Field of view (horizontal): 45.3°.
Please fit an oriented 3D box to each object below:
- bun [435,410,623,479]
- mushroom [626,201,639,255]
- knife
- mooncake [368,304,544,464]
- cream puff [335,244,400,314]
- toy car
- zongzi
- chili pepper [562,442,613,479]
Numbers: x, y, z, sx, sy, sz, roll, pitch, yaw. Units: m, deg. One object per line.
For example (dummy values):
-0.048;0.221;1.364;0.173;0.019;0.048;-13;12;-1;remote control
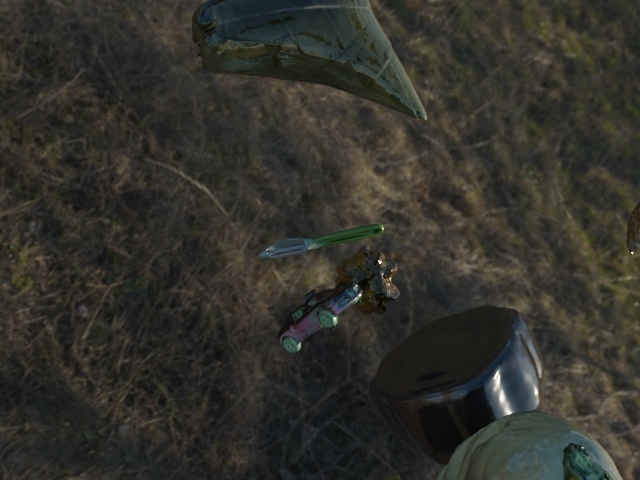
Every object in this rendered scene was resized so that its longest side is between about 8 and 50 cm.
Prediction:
0.280;0.402;1.023;0.210;0.360;0.360;-11;67;-11;bun
0.328;-0.012;0.617;0.135;0.170;0.080;-5;85;-40;mushroom
0.000;0.000;1.096;0.022;0.184;0.026;75;4;-53;knife
0.243;0.244;1.324;0.154;0.306;0.306;61;36;-14;mooncake
0.084;0.072;1.342;0.094;0.115;0.122;-122;-156;-74;cream puff
-0.004;0.091;0.966;0.055;0.142;0.069;50;44;1;toy car
-0.014;-0.254;1.130;0.273;0.145;0.300;-31;91;-19;zongzi
0.237;0.278;0.630;0.088;0.059;0.227;10;56;-31;chili pepper
